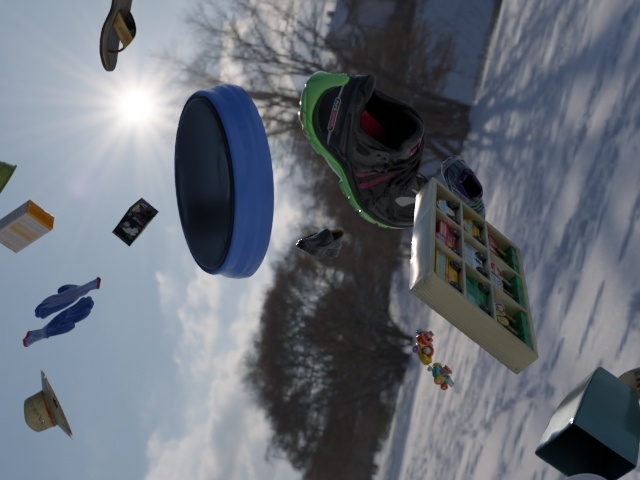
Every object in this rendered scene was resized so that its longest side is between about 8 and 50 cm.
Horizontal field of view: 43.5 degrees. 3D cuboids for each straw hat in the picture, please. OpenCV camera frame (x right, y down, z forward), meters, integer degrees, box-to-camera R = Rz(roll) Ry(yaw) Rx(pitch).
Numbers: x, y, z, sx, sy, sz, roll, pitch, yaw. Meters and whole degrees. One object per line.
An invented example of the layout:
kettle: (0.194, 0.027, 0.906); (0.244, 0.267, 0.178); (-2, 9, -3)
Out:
straw hat: (-0.503, 0.308, 1.446); (0.144, 0.061, 0.144); (53, 158, 33)

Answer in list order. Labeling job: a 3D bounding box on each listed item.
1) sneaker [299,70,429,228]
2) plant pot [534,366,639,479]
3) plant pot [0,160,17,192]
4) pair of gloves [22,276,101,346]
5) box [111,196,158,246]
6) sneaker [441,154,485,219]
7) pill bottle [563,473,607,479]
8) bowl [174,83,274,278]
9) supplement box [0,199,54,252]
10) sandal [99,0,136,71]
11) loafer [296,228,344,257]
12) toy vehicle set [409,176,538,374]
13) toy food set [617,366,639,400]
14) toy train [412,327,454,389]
sneaker: (0.141, -0.175, 1.704); (0.483, 0.202, 0.185); (42, -126, -45)
plant pot: (0.642, 0.424, 1.867); (0.234, 0.165, 0.165); (-50, -7, -43)
plant pot: (-0.513, -0.100, 1.202); (0.083, 0.079, 0.083); (-43, 26, 27)
pair of gloves: (-0.519, 0.136, 1.617); (0.023, 0.159, 0.198); (62, -174, -27)
box: (-0.402, -0.041, 1.743); (0.083, 0.052, 0.062); (-46, 7, 31)
sneaker: (0.356, -0.096, 1.917); (0.224, 0.083, 0.098); (58, 177, -37)
pill bottle: (0.418, 0.460, 1.221); (0.108, 0.108, 0.193); (-60, -43, -67)
bowl: (-0.206, -0.114, 1.607); (0.391, 0.077, 0.391); (22, 115, 60)
supplement box: (-0.553, -0.026, 1.487); (0.062, 0.098, 0.036); (45, -157, -41)
sandal: (-0.343, -0.377, 1.397); (0.072, 0.049, 0.180); (-66, -2, -73)
loafer: (0.000, 0.000, 1.767); (0.061, 0.062, 0.170); (-63, -19, 13)
toy vehicle set: (0.190, 0.034, 1.009); (0.035, 0.166, 0.267); (-47, 13, 26)
toy food set: (0.894, 0.390, 1.942); (0.306, 0.220, 0.092); (-36, 17, 52)
toy train: (0.287, 0.287, 1.982); (0.046, 0.166, 0.125); (-39, -15, 23)
